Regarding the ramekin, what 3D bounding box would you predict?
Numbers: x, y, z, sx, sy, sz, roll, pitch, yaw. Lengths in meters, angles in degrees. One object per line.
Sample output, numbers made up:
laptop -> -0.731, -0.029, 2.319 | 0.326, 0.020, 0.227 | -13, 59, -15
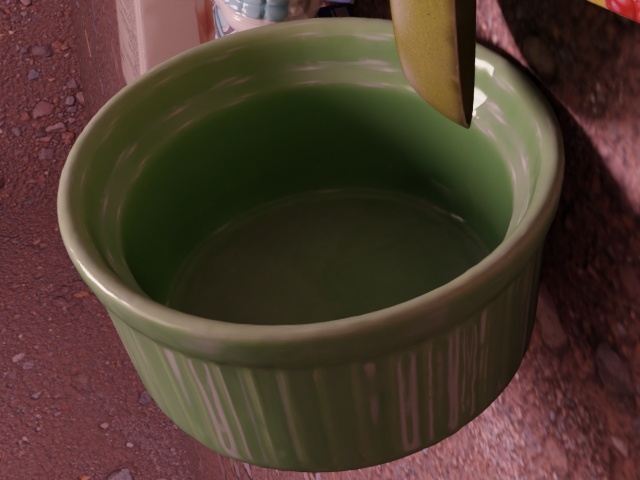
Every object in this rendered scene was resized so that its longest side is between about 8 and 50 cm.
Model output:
ramekin -> 0.000, 0.000, 0.733 | 0.303, 0.303, 0.148 | -120, 15, -46

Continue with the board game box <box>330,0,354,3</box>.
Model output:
board game box -> 0.028, -0.294, 0.718 | 0.243, 0.042, 0.165 | 99, -177, -54

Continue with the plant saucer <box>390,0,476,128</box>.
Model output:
plant saucer -> 0.063, -0.181, 0.630 | 0.241, 0.037, 0.241 | 0, -90, -79

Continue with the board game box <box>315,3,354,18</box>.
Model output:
board game box -> 0.031, -0.089, 1.017 | 0.136, 0.035, 0.201 | 104, 150, -58

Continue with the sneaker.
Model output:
sneaker -> -0.061, -0.207, 1.008 | 0.283, 0.110, 0.122 | -97, 12, -61

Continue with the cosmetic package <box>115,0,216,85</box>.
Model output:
cosmetic package -> -0.180, -0.299, 1.420 | 0.296, 0.129, 0.153 | 94, 156, -45

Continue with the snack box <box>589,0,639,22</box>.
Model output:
snack box -> 0.135, -0.198, 0.505 | 0.207, 0.070, 0.174 | -130, 30, -58
